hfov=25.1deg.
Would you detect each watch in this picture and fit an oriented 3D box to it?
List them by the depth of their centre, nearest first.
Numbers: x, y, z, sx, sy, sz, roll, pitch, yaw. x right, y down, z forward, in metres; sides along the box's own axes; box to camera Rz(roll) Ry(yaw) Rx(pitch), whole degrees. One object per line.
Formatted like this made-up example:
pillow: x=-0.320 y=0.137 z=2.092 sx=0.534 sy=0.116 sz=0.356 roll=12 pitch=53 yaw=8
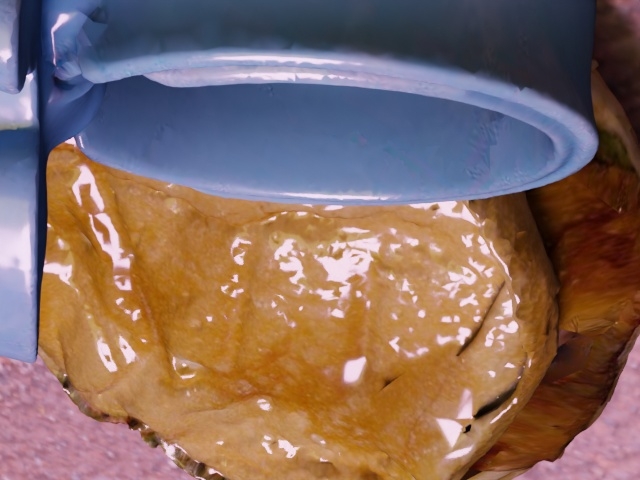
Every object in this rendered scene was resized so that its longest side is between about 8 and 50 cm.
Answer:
watch: x=-0.014 y=-0.069 z=0.407 sx=0.193 sy=0.211 sz=0.211 roll=5 pitch=133 yaw=-10

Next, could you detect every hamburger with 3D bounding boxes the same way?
hamburger: x=0.000 y=-0.002 z=0.626 sx=0.285 sy=0.134 sz=0.265 roll=29 pitch=136 yaw=12
